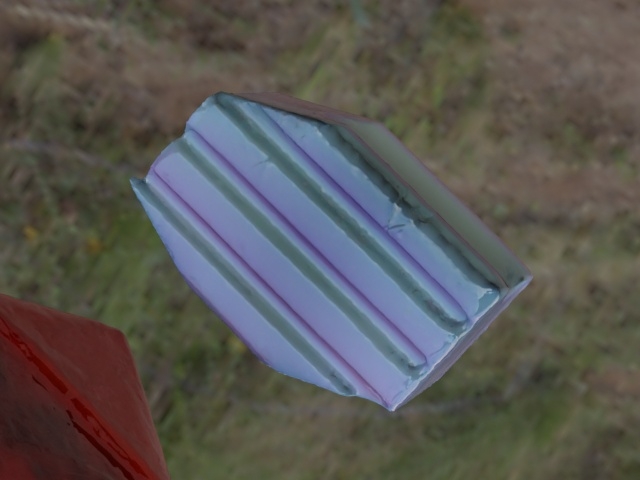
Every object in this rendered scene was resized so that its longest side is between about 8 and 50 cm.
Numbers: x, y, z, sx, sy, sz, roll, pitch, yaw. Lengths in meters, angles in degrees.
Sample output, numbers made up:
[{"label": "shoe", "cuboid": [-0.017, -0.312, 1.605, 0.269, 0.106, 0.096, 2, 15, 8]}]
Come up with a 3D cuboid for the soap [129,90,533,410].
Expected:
[{"label": "soap", "cuboid": [0.000, 0.000, 0.823, 0.149, 0.100, 0.056, 44, -159, 9]}]

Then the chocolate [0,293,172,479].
[{"label": "chocolate", "cuboid": [-0.282, 0.183, 1.014, 0.341, 0.360, 0.161, 19, -153, -49]}]
